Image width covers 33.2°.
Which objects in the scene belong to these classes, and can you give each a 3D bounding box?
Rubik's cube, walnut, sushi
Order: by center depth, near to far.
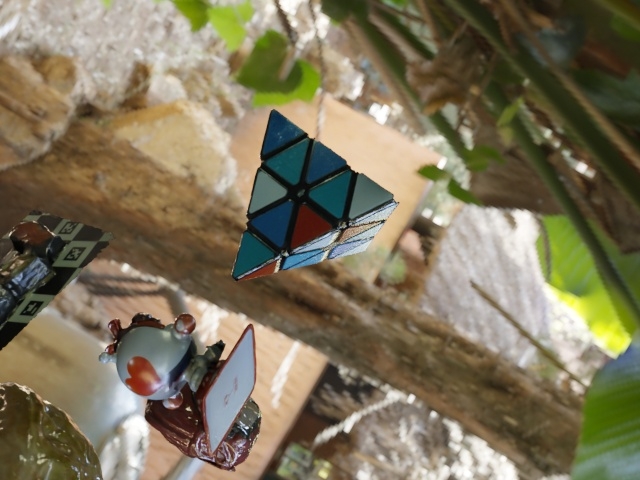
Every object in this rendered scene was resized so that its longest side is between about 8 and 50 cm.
[{"bbox_3d":[-0.377,0.053,1.189,0.279,0.192,0.043,-46,131,-27],"label":"sushi"},{"bbox_3d":[-0.483,0.368,1.605,0.306,0.306,0.344,-62,-147,15],"label":"walnut"},{"bbox_3d":[0.000,0.000,1.661,0.250,0.284,0.234,-55,147,-3],"label":"Rubik's cube"}]

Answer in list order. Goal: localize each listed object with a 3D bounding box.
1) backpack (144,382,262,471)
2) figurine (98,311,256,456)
[{"bbox_3d":[-0.219,0.330,1.960,0.139,0.229,0.229,-64,172,10],"label":"backpack"},{"bbox_3d":[-0.235,0.194,1.654,0.183,0.226,0.160,92,23,-49],"label":"figurine"}]
